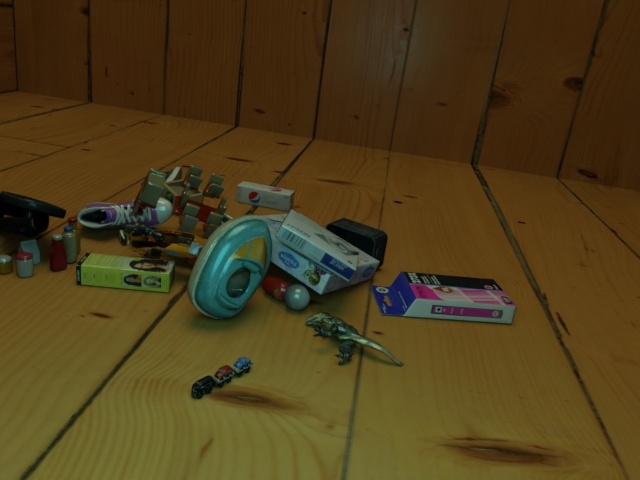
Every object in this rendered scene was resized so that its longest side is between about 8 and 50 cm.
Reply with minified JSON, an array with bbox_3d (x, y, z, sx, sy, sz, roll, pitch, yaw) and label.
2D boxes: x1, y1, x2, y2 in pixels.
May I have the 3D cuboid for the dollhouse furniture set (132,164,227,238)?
[{"bbox_3d":[-0.420,-0.107,1.748,0.259,0.135,0.262,20,35,-24],"label":"dollhouse furniture set"}]

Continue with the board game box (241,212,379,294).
[{"bbox_3d":[-0.033,0.025,1.640,0.318,0.066,0.318,32,19,24],"label":"board game box"}]

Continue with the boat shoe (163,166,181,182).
[{"bbox_3d":[-0.600,-0.236,2.256,0.075,0.080,0.229,9,28,-2],"label":"boat shoe"}]

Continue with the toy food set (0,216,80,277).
[{"bbox_3d":[-0.723,0.016,1.505,0.111,0.105,0.232,23,25,34],"label":"toy food set"}]

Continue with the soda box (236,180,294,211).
[{"bbox_3d":[-0.213,-0.172,2.235,0.215,0.069,0.074,12,21,9],"label":"soda box"}]

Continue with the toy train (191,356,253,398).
[{"bbox_3d":[-0.193,0.267,1.147,0.027,0.036,0.158,22,25,32],"label":"toy train"}]

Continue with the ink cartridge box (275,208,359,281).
[{"bbox_3d":[0.000,0.000,1.523,0.223,0.045,0.224,31,17,-5],"label":"ink cartridge box"}]

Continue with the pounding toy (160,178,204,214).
[{"bbox_3d":[-0.513,-0.147,2.048,0.141,0.100,0.130,-18,47,-44],"label":"pounding toy"}]

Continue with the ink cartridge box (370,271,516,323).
[{"bbox_3d":[0.337,0.155,1.606,0.370,0.069,0.176,3,21,-7],"label":"ink cartridge box"}]

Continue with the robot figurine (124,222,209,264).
[{"bbox_3d":[-0.397,0.020,1.583,0.290,0.085,0.211,11,-12,10],"label":"robot figurine"}]

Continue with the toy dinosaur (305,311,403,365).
[{"bbox_3d":[0.054,0.225,1.322,0.268,0.064,0.118,26,21,32],"label":"toy dinosaur"}]

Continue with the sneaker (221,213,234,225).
[{"bbox_3d":[-0.240,-0.018,1.790,0.258,0.091,0.094,19,24,27],"label":"sneaker"}]

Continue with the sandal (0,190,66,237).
[{"bbox_3d":[-0.836,-0.063,1.612,0.167,0.107,0.445,17,-10,-37],"label":"sandal"}]

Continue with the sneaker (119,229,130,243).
[{"bbox_3d":[-0.588,-0.014,1.737,0.035,0.031,0.083,-1,23,-24],"label":"sneaker"}]

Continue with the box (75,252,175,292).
[{"bbox_3d":[-0.500,0.082,1.484,0.232,0.058,0.087,5,20,-7],"label":"box"}]

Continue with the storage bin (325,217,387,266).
[{"bbox_3d":[0.106,0.014,1.792,0.180,0.122,0.084,20,24,28],"label":"storage bin"}]

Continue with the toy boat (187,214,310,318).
[{"bbox_3d":[-0.157,0.086,1.404,0.148,0.268,0.318,20,-8,41],"label":"toy boat"}]

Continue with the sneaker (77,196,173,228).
[{"bbox_3d":[-0.596,-0.075,1.763,0.281,0.102,0.161,-8,8,-11],"label":"sneaker"}]
